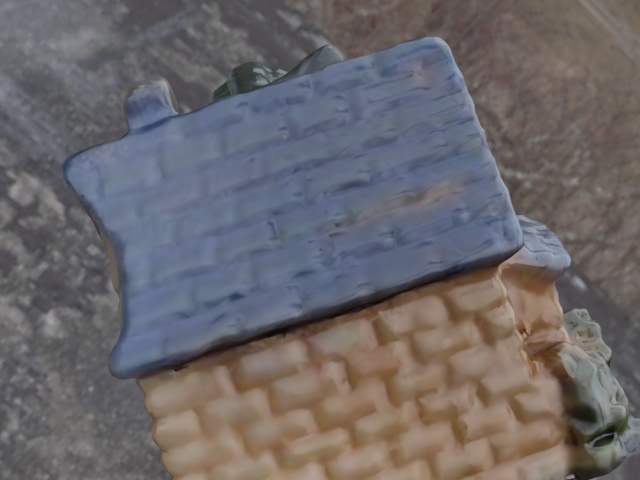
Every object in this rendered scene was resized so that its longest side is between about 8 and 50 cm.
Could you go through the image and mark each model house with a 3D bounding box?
[{"bbox_3d":[0.000,0.000,0.480,0.183,0.167,0.172,-110,178,-71],"label":"model house"}]
